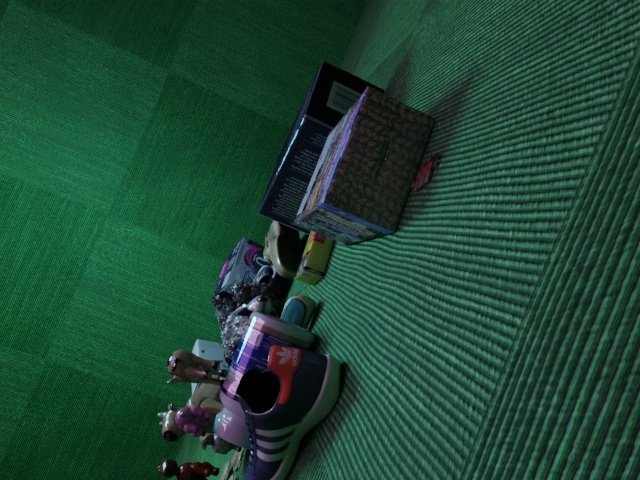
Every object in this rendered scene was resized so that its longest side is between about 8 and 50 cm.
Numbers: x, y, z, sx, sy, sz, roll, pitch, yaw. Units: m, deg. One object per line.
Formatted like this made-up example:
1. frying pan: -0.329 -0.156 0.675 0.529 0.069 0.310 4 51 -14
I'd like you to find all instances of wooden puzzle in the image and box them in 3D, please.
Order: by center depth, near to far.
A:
1. wooden puzzle: 0.174 -0.110 0.840 0.083 0.006 0.049 136 155 -65

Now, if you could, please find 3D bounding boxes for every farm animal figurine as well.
1. farm animal figurine: -0.288 0.391 1.190 0.327 0.172 0.330 -12 -70 -71

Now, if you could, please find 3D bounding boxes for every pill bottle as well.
1. pill bottle: -0.126 0.300 1.089 0.153 0.153 0.264 168 125 -78

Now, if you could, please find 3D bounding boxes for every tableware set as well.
1. tableware set: -0.247 0.643 1.347 0.141 0.020 0.168 -83 19 -50

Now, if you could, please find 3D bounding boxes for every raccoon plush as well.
1. raccoon plush: -0.184 0.333 1.472 0.299 0.216 0.446 -115 17 -58

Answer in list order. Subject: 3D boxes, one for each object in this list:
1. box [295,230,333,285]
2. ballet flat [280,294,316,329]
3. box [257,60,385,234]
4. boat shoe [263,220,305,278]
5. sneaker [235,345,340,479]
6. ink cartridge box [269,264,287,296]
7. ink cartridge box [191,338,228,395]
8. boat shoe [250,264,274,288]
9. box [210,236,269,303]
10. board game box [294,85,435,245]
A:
1. box: 0.000 0.000 1.356 0.087 0.058 0.232 131 159 -63
2. ballet flat: -0.079 0.242 1.227 0.248 0.086 0.086 -63 11 13
3. box: 0.000 -0.256 1.481 0.395 0.212 0.293 124 164 -46
4. boat shoe: -0.125 0.039 1.657 0.110 0.122 0.341 -50 20 18
5. sneaker: -0.097 0.318 0.909 0.131 0.148 0.350 -87 22 -62
6. ink cartridge box: -0.167 0.144 1.886 0.330 0.071 0.324 -43 27 59
7. ink cartridge box: -0.364 0.457 1.761 0.092 0.160 0.219 -67 24 17
8. boat shoe: -0.217 0.175 1.729 0.183 0.065 0.083 -63 12 15
9. box: -0.298 0.141 1.939 0.163 0.142 0.247 -43 26 43
10. board game box: 0.074 -0.130 1.020 0.291 0.141 0.232 160 132 -76
